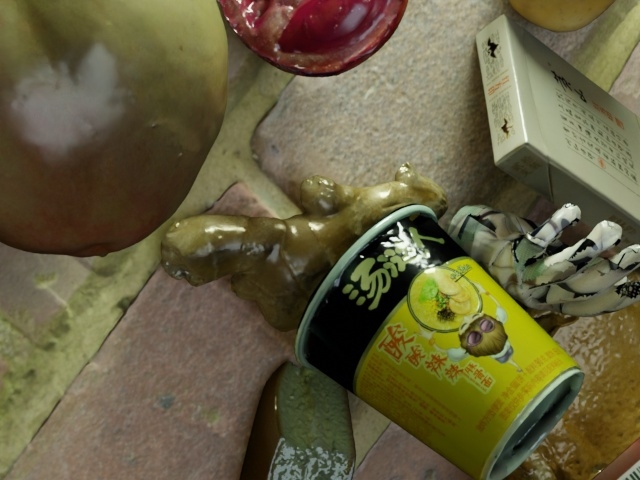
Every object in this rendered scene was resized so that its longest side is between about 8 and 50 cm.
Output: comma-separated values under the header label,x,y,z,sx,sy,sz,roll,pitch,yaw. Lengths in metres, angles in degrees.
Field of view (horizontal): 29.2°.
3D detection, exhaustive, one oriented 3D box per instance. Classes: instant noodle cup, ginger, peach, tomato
label,x,y,z,sx,sy,sz,roll,pitch,yaw
instant noodle cup,0.122,0.114,1.221,0.215,0.236,0.215,-38,154,-23
ginger,0.000,0.000,1.261,0.334,0.081,0.148,-24,96,-25
peach,-0.212,-0.128,1.006,0.292,0.247,0.292,8,74,-29
tomato,-0.005,-0.243,1.195,0.189,0.099,0.173,44,93,10

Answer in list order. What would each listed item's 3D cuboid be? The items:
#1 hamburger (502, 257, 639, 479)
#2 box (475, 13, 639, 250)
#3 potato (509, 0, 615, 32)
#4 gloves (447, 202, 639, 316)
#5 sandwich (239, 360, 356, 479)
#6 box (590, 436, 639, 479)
label,x,y,z,sx,sy,sz,roll,pitch,yaw
hamburger,0.291,0.160,1.410,0.319,0.158,0.318,-7,104,-28
box,0.319,-0.084,1.365,0.365,0.051,0.204,30,41,-31
potato,0.288,-0.334,1.322,0.150,0.146,0.234,33,83,-2
gloves,0.239,0.026,1.273,0.111,0.212,0.127,-46,138,-14
sandwich,-0.032,0.254,1.287,0.094,0.096,0.258,14,91,-26
box,0.397,0.370,1.407,0.344,0.122,0.385,-45,141,11
